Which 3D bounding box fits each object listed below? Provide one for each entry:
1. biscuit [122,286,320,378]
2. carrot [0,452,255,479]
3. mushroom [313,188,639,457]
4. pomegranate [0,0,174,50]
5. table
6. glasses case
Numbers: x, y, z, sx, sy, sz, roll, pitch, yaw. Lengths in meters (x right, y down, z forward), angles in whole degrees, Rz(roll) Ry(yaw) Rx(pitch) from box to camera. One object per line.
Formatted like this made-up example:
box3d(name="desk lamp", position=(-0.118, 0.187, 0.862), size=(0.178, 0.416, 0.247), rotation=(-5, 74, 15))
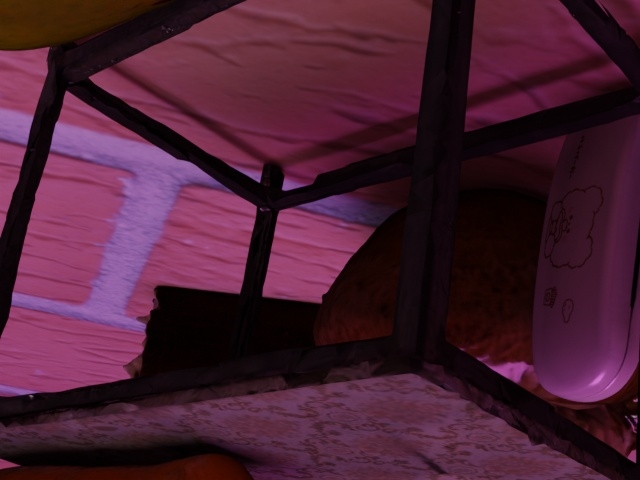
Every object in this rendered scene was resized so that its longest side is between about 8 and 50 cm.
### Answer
box3d(name="biscuit", position=(-0.064, 0.116, 1.114), size=(0.252, 0.106, 0.070), rotation=(6, 155, 2))
box3d(name="carrot", position=(-0.117, 0.156, 0.577), size=(0.193, 0.087, 0.087), rotation=(-11, 151, 40))
box3d(name="mushroom", position=(0.139, 0.073, 0.850), size=(0.283, 0.195, 0.263), rotation=(40, 151, -26))
box3d(name="pomegranate", position=(-0.081, -0.163, 0.405), size=(0.246, 0.198, 0.198), rotation=(7, 160, -33))
box3d(name="table", position=(0.000, 0.000, 0.629), size=(0.335, 0.272, 0.222), rotation=(-13, 148, 39))
box3d(name="glasses case", position=(0.170, 0.003, 0.684), size=(0.049, 0.194, 0.074), rotation=(19, 161, -24))
